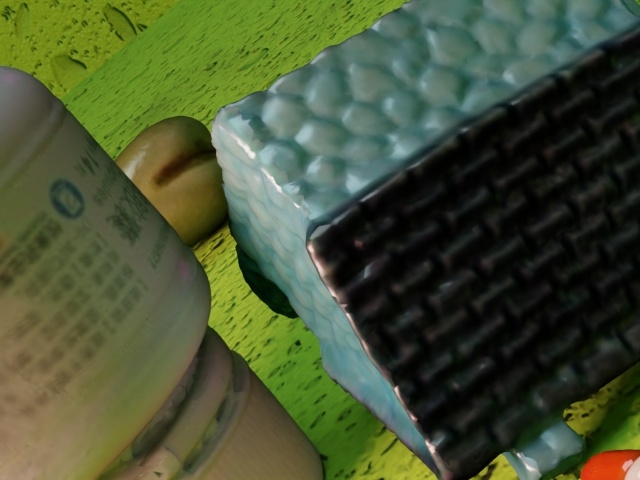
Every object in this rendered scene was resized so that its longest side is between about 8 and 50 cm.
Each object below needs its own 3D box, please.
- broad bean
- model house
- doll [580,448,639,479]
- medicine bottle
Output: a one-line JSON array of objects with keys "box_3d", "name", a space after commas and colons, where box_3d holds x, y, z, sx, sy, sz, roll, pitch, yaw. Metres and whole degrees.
[{"box_3d": [-0.194, -0.005, 1.405, 0.263, 0.121, 0.189, -47, -6, 9], "name": "broad bean"}, {"box_3d": [0.115, 0.001, 0.775, 0.261, 0.241, 0.226, -32, -27, -13], "name": "model house"}, {"box_3d": [0.136, 0.131, 0.487, 0.336, 0.105, 0.200, -21, 26, 44], "name": "doll"}, {"box_3d": [-0.174, 0.086, 0.837, 0.256, 0.325, 0.256, -36, 18, 14], "name": "medicine bottle"}]
